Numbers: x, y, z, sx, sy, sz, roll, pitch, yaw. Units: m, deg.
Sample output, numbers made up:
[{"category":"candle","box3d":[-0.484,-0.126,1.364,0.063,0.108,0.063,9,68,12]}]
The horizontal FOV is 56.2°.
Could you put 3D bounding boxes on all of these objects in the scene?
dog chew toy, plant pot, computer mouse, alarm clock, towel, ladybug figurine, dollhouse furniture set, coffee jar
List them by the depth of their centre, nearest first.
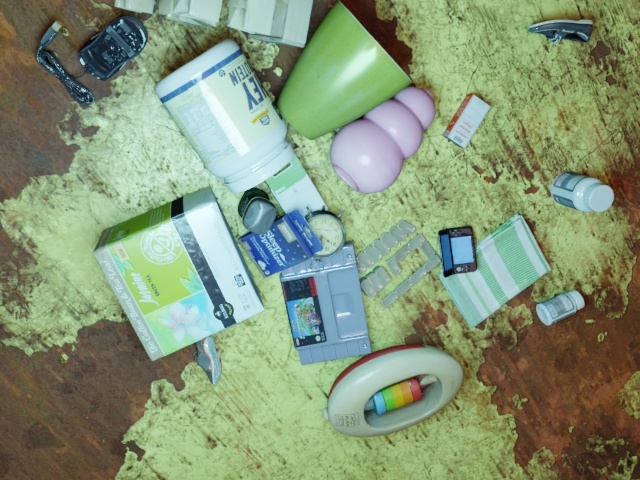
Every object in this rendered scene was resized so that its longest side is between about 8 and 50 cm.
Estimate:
[{"category":"dollhouse furniture set","box3d":[-0.207,-0.614,1.367,0.394,0.362,0.256,-2,109,-42]},{"category":"computer mouse","box3d":[-0.561,-0.480,1.469,0.262,0.060,0.184,-41,115,13]},{"category":"plant pot","box3d":[0.036,-0.406,1.542,0.293,0.275,0.275,-42,111,16]},{"category":"coffee jar","box3d":[-0.172,-0.080,1.605,0.079,0.184,0.096,23,99,-18]},{"category":"dog chew toy","box3d":[0.183,-0.286,1.630,0.332,0.206,0.206,-45,110,-6]},{"category":"alarm clock","box3d":[0.000,0.000,1.667,0.129,0.064,0.192,6,105,-8]},{"category":"ladybug figurine","box3d":[0.213,0.447,1.842,0.449,0.162,0.305,-14,123,-11]},{"category":"towel","box3d":[0.557,0.100,1.907,0.325,0.038,0.248,-37,111,-1]}]

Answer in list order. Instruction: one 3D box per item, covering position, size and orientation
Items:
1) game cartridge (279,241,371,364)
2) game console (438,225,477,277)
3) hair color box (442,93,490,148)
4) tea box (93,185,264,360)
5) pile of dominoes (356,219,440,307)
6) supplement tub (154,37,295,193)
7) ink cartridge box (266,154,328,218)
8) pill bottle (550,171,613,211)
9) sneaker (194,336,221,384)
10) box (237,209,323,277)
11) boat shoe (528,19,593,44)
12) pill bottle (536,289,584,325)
[{"category":"game cartridge","box3d":[0.013,0.192,1.775,0.230,0.068,0.355,-12,108,-3]},{"category":"game console","box3d":[0.415,0.033,1.809,0.124,0.085,0.144,-7,92,0]},{"category":"hair color box","box3d":[0.425,-0.347,1.745,0.072,0.043,0.141,29,96,-19]},{"category":"tea box","box3d":[-0.367,0.079,1.585,0.323,0.220,0.329,-24,110,-5]},{"category":"pile of dominoes","box3d":[0.219,0.066,1.829,0.251,0.040,0.196,-39,106,-8]},{"category":"supplement tub","box3d":[-0.230,-0.306,1.500,0.235,0.235,0.325,-34,110,-2]},{"category":"ink cartridge box","box3d":[-0.077,-0.142,1.656,0.109,0.062,0.209,-34,121,-3]},{"category":"pill bottle","box3d":[0.795,-0.144,1.818,0.108,0.180,0.108,-4,107,-12]},{"category":"sneaker","box3d":[-0.337,0.353,1.767,0.065,0.061,0.158,-4,107,16]},{"category":"box","box3d":[-0.111,0.012,1.645,0.225,0.036,0.136,-25,105,36]},{"category":"boat shoe","box3d":[0.692,-0.598,1.722,0.206,0.075,0.065,-7,104,-16]},{"category":"pill bottle","box3d":[0.791,0.219,1.975,0.137,0.078,0.078,-22,109,-6]}]
